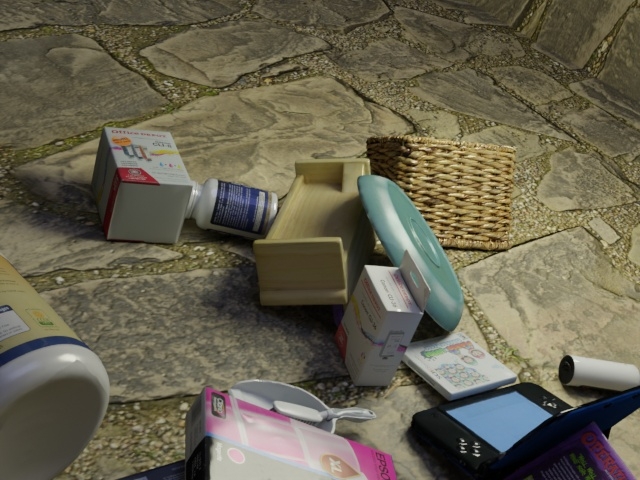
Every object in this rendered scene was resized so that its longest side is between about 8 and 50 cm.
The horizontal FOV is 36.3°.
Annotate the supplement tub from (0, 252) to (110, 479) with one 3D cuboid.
[{"bbox_3d":[-0.428,0.137,1.170,0.316,0.228,0.228,40,36,27],"label":"supplement tub"}]

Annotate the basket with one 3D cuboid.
[{"bbox_3d":[0.236,-0.099,2.049,0.299,0.223,0.213,1,3,-28],"label":"basket"}]

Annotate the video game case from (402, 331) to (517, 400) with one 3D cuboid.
[{"bbox_3d":[0.225,0.206,1.624,0.157,0.019,0.143,-7,31,-37],"label":"video game case"}]

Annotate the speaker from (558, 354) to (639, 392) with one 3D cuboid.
[{"bbox_3d":[0.490,0.236,1.720,0.136,0.055,0.055,11,33,-17],"label":"speaker"}]

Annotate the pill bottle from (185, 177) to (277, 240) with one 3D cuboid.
[{"bbox_3d":[-0.169,-0.059,1.747,0.169,0.094,0.094,13,32,-14],"label":"pill bottle"}]

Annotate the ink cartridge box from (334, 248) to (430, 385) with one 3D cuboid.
[{"bbox_3d":[0.095,0.119,1.530,0.067,0.198,0.115,5,35,-24],"label":"ink cartridge box"}]

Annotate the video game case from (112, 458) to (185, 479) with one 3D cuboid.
[{"bbox_3d":[-0.116,0.375,1.148,0.196,0.026,0.274,-9,49,-34],"label":"video game case"}]

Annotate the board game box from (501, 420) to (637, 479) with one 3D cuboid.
[{"bbox_3d":[0.361,0.421,1.246,0.056,0.208,0.347,47,10,-43],"label":"board game box"}]

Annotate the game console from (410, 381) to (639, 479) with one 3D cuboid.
[{"bbox_3d":[0.328,0.241,1.459,0.293,0.173,0.250,-7,27,-38],"label":"game console"}]

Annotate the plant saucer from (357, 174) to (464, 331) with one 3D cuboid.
[{"bbox_3d":[0.168,0.011,1.709,0.317,0.044,0.317,52,16,-22],"label":"plant saucer"}]

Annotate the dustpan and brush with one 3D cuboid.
[{"bbox_3d":[-0.012,0.253,1.391,0.211,0.060,0.147,17,26,-36],"label":"dustpan and brush"}]

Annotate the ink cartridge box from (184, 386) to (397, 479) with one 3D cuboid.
[{"bbox_3d":[0.005,0.319,1.225,0.371,0.069,0.175,26,24,-21],"label":"ink cartridge box"}]

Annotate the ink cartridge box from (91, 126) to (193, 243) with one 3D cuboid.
[{"bbox_3d":[-0.313,-0.097,1.691,0.128,0.127,0.176,2,35,-27],"label":"ink cartridge box"}]

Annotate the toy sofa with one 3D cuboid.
[{"bbox_3d":[0.000,0.000,1.731,0.150,0.177,0.362,-1,28,12],"label":"toy sofa"}]
